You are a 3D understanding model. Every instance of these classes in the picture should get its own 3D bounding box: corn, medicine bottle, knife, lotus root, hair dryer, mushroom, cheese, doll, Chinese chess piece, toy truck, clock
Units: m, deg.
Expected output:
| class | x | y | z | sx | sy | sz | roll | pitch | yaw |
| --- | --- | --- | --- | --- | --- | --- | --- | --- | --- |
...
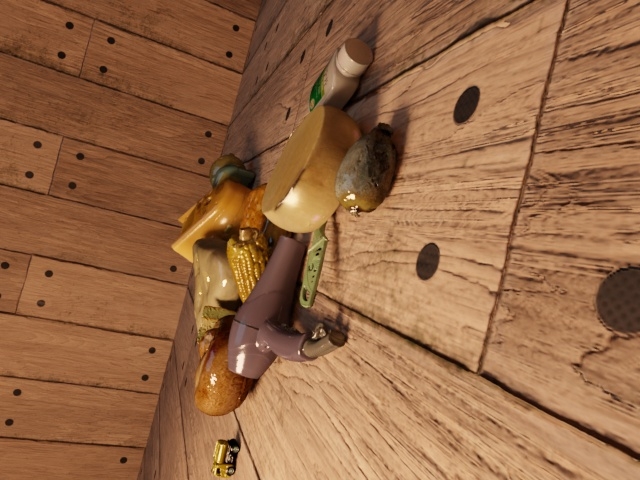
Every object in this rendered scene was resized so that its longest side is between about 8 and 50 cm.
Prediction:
| class | x | y | z | sx | sy | sz | roll | pitch | yaw |
| --- | --- | --- | --- | --- | --- | --- | --- | --- | --- |
| corn | -0.156 | 0.078 | 1.037 | 0.097 | 0.097 | 0.261 | -105 | 9 | -54 |
| medicine bottle | 0.039 | -0.340 | 0.949 | 0.183 | 0.070 | 0.119 | -36 | 41 | 58 |
| knife | -0.001 | -0.001 | 0.837 | 0.043 | 0.020 | 0.293 | -21 | 43 | 36 |
| lotus root | 0.073 | -0.114 | 0.690 | 0.088 | 0.088 | 0.165 | -6 | 61 | 69 |
| hair dryer | -0.049 | 0.143 | 0.848 | 0.361 | 0.121 | 0.300 | 5 | 72 | 60 |
| mushroom | -0.230 | 0.300 | 1.090 | 0.253 | 0.154 | 0.253 | -162 | 90 | -79 |
| cheese | -0.313 | 0.166 | 1.398 | 0.328 | 0.130 | 0.350 | 0 | 92 | 62 |
| doll | -0.379 | -0.256 | 1.865 | 0.260 | 0.162 | 0.176 | -124 | 50 | -61 |
| Chinese chess piece | -0.017 | -0.135 | 0.861 | 0.250 | 0.097 | 0.250 | -50 | 24 | 33 |
| toy truck | -0.232 | 0.529 | 1.083 | 0.049 | 0.054 | 0.083 | 173 | 109 | -68 |
| clock | -0.369 | -0.077 | 1.631 | 0.317 | 0.200 | 0.244 | -44 | 32 | 22 |

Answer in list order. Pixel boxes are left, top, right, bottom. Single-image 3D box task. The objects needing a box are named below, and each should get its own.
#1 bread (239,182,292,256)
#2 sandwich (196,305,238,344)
| class | x | y | z | sx | sy | sz | roll | pitch | yaw |
| --- | --- | --- | --- | --- | --- | --- | --- | --- | --- |
| bread | -0.136 | -0.045 | 1.174 | 0.235 | 0.099 | 0.210 | 10 | 87 | 64 |
| sandwich | -0.301 | 0.281 | 1.311 | 0.187 | 0.144 | 0.117 | 134 | 147 | -53 |
